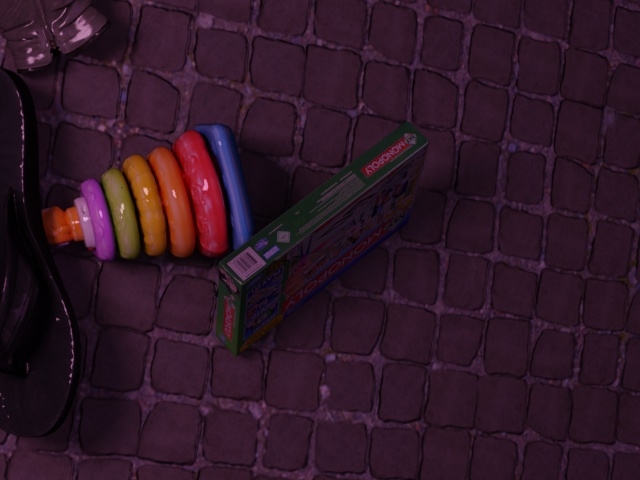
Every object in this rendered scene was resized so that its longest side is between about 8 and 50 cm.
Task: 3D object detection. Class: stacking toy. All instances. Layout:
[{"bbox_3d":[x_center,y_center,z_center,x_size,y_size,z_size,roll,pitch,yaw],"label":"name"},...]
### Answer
[{"bbox_3d":[-0.242,-0.035,1.799,0.301,0.175,0.166,-14,98,-14],"label":"stacking toy"}]

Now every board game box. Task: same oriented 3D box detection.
[{"bbox_3d":[0.000,0.000,1.877,0.317,0.213,0.046,-38,70,-22],"label":"board game box"}]

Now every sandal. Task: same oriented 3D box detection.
[{"bbox_3d":[-0.395,0.015,1.699,0.107,0.167,0.446,-3,81,-71],"label":"sandal"}]

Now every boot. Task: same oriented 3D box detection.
[{"bbox_3d":[-0.301,-0.321,1.772,0.246,0.083,0.161,-32,107,8],"label":"boot"}]
